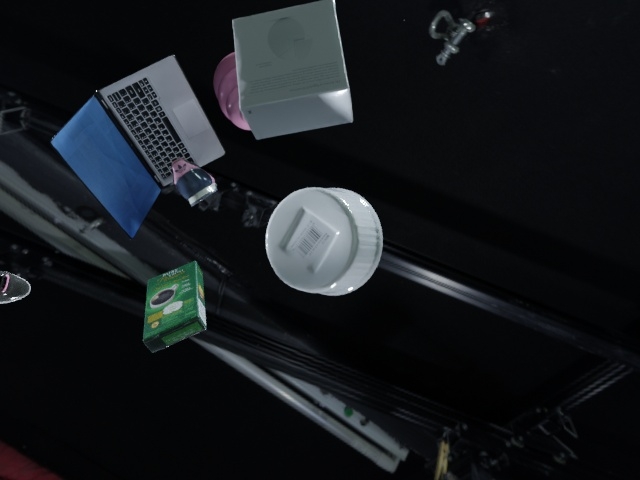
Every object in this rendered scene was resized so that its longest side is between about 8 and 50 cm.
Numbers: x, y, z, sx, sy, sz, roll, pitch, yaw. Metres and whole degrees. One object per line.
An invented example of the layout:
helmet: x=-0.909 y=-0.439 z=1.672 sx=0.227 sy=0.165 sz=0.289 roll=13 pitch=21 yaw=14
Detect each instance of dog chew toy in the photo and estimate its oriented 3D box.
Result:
dog chew toy: x=-0.223 y=-0.445 z=1.350 sx=0.207 sy=0.332 sz=0.206 roll=-6 pitch=-51 yaw=-7

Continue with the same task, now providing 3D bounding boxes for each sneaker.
sneaker: x=-0.969 y=0.111 z=1.277 sx=0.147 sy=0.104 sz=0.296 roll=-17 pitch=-26 yaw=28
sneaker: x=-0.384 y=-0.188 z=1.320 sx=0.112 sy=0.319 sz=0.131 roll=-37 pitch=-71 yaw=-12

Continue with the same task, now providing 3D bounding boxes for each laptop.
laptop: x=-0.528 y=-0.290 z=1.390 sx=0.408 sy=0.236 sz=0.382 roll=-30 pitch=-46 yaw=-7

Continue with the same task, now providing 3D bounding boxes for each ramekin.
ramekin: x=0.000 y=0.000 z=1.085 sx=0.277 sy=0.135 sz=0.277 roll=-1 pitch=-93 yaw=27

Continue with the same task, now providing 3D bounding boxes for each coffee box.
coffee box: x=-0.286 y=0.124 z=0.878 sx=0.113 sy=0.184 sz=0.040 roll=-24 pitch=-54 yaw=-3

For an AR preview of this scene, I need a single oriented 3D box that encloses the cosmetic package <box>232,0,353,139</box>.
cosmetic package: x=-0.058 y=-0.364 z=0.962 sx=0.224 sy=0.138 sz=0.224 roll=-9 pitch=-108 yaw=6
